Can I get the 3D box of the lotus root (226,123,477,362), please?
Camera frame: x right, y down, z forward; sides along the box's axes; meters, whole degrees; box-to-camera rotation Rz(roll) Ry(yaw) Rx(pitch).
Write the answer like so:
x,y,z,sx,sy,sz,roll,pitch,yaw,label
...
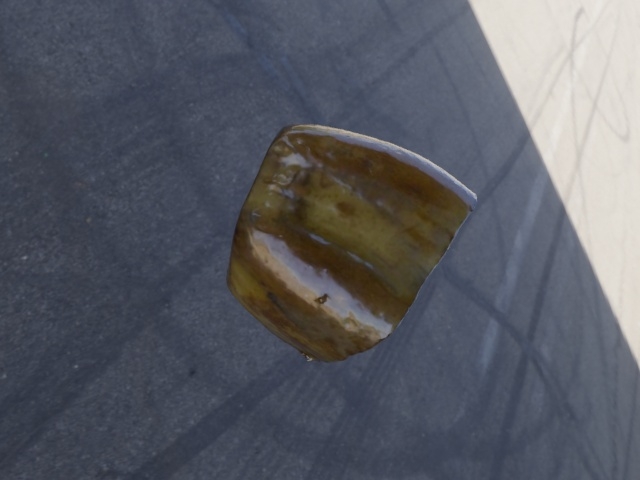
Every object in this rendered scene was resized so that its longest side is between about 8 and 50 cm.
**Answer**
x,y,z,sx,sy,sz,roll,pitch,yaw,label
0.000,0.000,0.896,0.250,0.316,0.316,32,42,-10,lotus root
